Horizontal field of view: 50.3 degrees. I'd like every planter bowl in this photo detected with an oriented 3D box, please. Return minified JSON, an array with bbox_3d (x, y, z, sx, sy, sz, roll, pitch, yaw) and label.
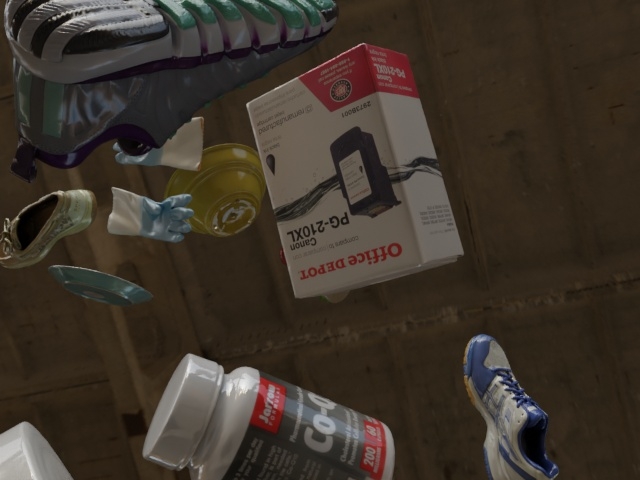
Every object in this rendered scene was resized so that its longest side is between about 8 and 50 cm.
[{"bbox_3d":[-0.184,-0.073,1.318,0.217,0.217,0.090,-45,-127,14],"label":"planter bowl"}]

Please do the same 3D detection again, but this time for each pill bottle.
[{"bbox_3d":[-0.064,0.258,0.863,0.283,0.161,0.161,26,-76,-13],"label":"pill bottle"}]

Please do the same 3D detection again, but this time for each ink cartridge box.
[{"bbox_3d":[0.035,-0.068,0.758,0.172,0.100,0.237,-18,-96,36],"label":"ink cartridge box"}]

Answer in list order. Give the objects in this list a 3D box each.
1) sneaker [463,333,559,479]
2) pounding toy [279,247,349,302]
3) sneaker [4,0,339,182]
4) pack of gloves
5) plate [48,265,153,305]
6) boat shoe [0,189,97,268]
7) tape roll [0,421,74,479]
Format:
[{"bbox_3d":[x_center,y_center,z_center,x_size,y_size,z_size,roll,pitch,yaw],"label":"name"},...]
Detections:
[{"bbox_3d":[0.360,0.308,1.259,0.131,0.112,0.296,-38,-123,49],"label":"sneaker"},{"bbox_3d":[0.000,0.000,1.322,0.110,0.183,0.236,6,-114,26],"label":"pounding toy"},{"bbox_3d":[-0.079,-0.103,0.387,0.083,0.224,0.098,42,-51,16],"label":"sneaker"},{"bbox_3d":[-0.283,-0.099,1.093,0.232,0.046,0.194,6,-85,40],"label":"pack of gloves"},{"bbox_3d":[-0.394,0.087,1.218,0.188,0.188,0.024,9,-109,8],"label":"plate"},{"bbox_3d":[-0.570,-0.029,1.355,0.285,0.089,0.104,-29,-110,25],"label":"boat shoe"},{"bbox_3d":[-0.221,0.272,0.461,0.169,0.246,0.246,-28,-85,-20],"label":"tape roll"}]
